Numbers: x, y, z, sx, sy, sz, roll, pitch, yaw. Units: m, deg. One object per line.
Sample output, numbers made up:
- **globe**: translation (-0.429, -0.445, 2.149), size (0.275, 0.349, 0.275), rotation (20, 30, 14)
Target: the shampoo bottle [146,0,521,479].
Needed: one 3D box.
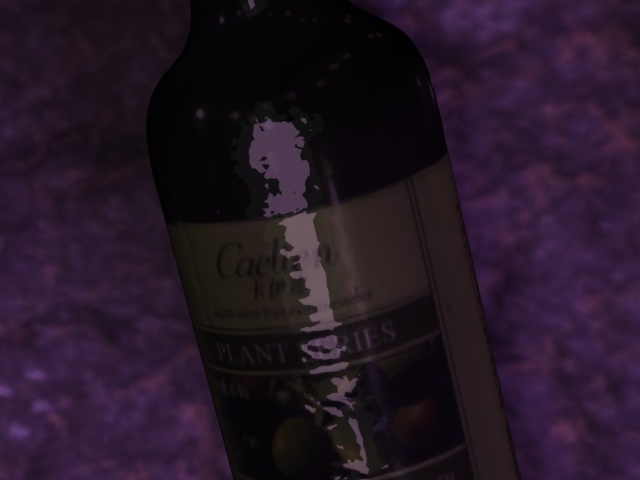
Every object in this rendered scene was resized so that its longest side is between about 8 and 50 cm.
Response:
- **shampoo bottle**: translation (0.000, 0.000, 0.611), size (0.101, 0.101, 0.284), rotation (-10, 104, 15)
